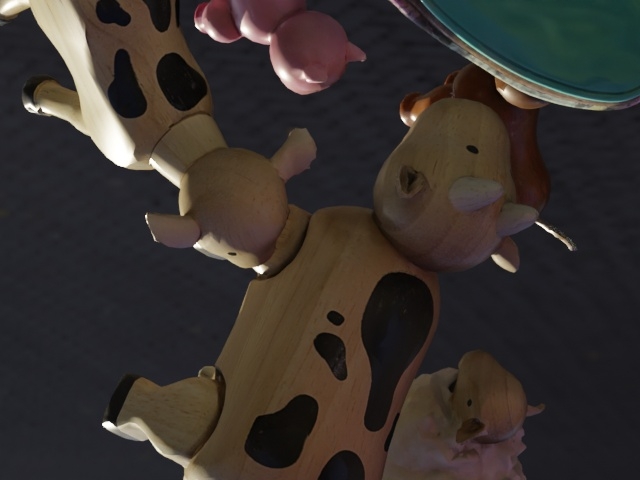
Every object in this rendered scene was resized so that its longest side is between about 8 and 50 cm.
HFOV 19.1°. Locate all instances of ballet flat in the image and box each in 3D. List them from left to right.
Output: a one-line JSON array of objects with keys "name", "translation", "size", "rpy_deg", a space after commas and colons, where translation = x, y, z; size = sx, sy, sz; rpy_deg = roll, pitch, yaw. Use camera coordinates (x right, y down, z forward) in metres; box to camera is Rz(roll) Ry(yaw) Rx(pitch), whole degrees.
[{"name": "ballet flat", "translation": [0.032, -0.121, 0.708], "size": [0.221, 0.077, 0.079], "rpy_deg": [28, -177, -9]}]

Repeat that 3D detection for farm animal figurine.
[{"name": "farm animal figurine", "translation": [0.000, 0.000, 0.883], "size": [0.330, 0.326, 0.172], "rpy_deg": [10, -179, -35]}]
